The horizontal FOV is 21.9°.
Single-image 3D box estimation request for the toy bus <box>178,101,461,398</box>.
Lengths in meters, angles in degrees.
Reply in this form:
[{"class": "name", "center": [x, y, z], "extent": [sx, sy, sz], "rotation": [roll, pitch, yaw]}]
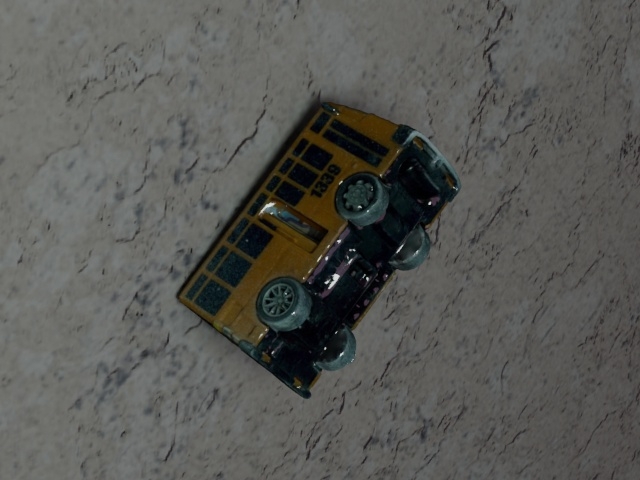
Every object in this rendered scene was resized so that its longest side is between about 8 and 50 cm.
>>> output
[{"class": "toy bus", "center": [0.000, 0.000, 1.100], "extent": [0.182, 0.103, 0.091], "rotation": [-53, 142, -6]}]
